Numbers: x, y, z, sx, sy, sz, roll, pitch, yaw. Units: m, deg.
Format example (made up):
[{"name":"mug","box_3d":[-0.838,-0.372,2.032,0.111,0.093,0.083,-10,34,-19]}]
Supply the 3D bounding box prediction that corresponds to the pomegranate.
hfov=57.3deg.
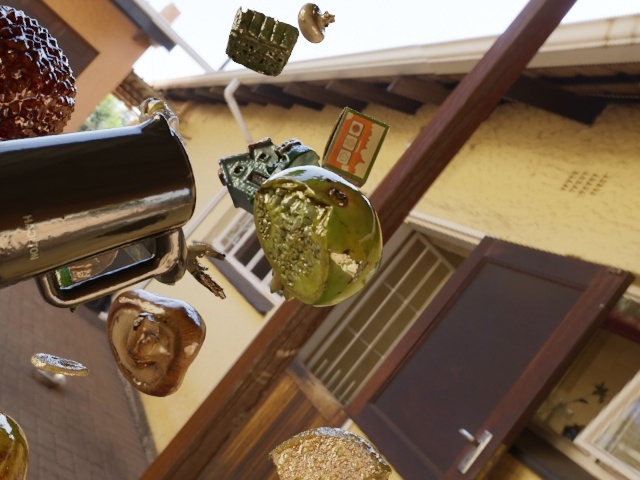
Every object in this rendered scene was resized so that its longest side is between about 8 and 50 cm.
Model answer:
[{"name":"pomegranate","box_3d":[0.000,0.000,1.305,0.310,0.216,0.359,52,-33,19]}]

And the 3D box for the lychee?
[{"name":"lychee","box_3d":[-0.945,-0.444,1.735,0.424,0.424,0.501,125,-41,-83]}]

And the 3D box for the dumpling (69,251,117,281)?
[{"name":"dumpling","box_3d":[-0.776,0.000,1.849,0.163,0.293,0.205,30,-21,39]}]

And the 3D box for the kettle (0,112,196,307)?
[{"name":"kettle","box_3d":[-0.355,-0.039,0.892,0.203,0.307,0.262,-10,-83,54]}]

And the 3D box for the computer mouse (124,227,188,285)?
[{"name":"computer mouse","box_3d":[-0.404,-0.055,1.290,0.374,0.114,0.203,41,-30,20]}]

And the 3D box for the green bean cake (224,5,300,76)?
[{"name":"green bean cake","box_3d":[-0.163,-0.532,1.596,0.181,0.094,0.173,19,-13,-14]}]

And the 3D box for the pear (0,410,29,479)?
[{"name":"pear","box_3d":[-0.716,0.455,1.137,0.280,0.281,0.281,39,-7,5]}]

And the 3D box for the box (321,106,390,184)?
[{"name":"box","box_3d":[0.092,-0.263,1.692,0.148,0.178,0.195,23,2,0]}]

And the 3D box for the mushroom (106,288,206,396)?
[{"name":"mushroom","box_3d":[-0.501,0.290,1.690,0.345,0.346,0.259,38,25,18]}]

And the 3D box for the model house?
[{"name":"model house","box_3d":[-0.216,-0.246,2.021,0.329,0.295,0.252,29,-17,24]}]

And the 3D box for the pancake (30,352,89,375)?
[{"name":"pancake","box_3d":[-0.662,0.316,1.485,0.151,0.025,0.151,15,-7,2]}]

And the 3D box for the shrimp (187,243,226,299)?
[{"name":"shrimp","box_3d":[-0.295,0.082,1.610,0.147,0.035,0.195,-24,-65,34]}]

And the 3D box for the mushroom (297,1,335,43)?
[{"name":"mushroom","box_3d":[-0.005,-0.459,1.224,0.079,0.085,0.085,-13,-38,28]}]

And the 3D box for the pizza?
[{"name":"pizza","box_3d":[0.004,0.440,1.071,0.292,0.197,0.058,-12,-47,38]}]

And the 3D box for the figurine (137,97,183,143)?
[{"name":"figurine","box_3d":[-0.497,-0.325,1.752,0.128,0.208,0.184,-20,94,-55]}]

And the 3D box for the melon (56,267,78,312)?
[{"name":"melon","box_3d":[-0.632,0.090,1.386,0.053,0.114,0.261,9,20,-45]}]
